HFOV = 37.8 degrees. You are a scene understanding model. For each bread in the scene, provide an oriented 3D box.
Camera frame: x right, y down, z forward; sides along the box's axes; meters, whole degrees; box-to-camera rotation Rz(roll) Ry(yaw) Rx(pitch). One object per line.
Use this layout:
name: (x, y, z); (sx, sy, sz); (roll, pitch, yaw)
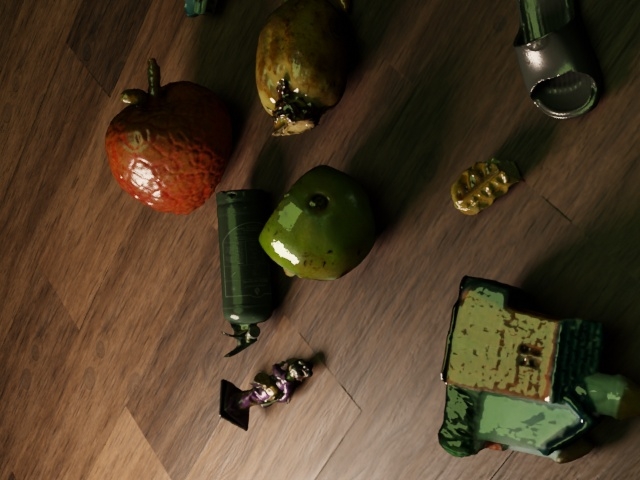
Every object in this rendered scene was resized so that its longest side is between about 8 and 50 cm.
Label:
bread: (0.246, -0.085, 1.427); (0.066, 0.060, 0.110); (47, 126, -1)

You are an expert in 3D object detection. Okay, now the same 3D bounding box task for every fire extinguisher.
fire extinguisher: (-0.147, 0.060, 1.761); (0.095, 0.114, 0.311); (-13, 82, 58)

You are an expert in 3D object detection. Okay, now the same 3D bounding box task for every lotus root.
lotus root: (-0.030, -0.323, 1.637); (0.169, 0.141, 0.314); (-10, 73, 40)

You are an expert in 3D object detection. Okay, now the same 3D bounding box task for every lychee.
lychee: (-0.291, -0.198, 1.810); (0.255, 0.255, 0.300); (31, 145, 39)

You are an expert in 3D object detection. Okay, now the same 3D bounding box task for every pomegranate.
pomegranate: (-0.004, 0.001, 1.581); (0.159, 0.190, 0.241); (42, 118, 8)

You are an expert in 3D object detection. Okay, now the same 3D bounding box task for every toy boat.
toy boat: (-0.197, -0.536, 1.853); (0.102, 0.088, 0.215); (19, 104, 7)

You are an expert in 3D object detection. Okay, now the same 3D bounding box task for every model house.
model house: (0.320, 0.199, 1.295); (0.291, 0.184, 0.253); (11, 91, 29)

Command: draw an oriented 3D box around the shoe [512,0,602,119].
shoe: (0.320, -0.289, 1.337); (0.108, 0.093, 0.241); (-19, 74, 40)

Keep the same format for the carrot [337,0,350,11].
carrot: (0.017, -0.487, 1.670); (0.037, 0.037, 0.190); (-30, 73, 39)

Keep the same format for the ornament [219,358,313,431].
ornament: (-0.092, 0.265, 1.737); (0.203, 0.088, 0.081); (-35, 41, 24)
